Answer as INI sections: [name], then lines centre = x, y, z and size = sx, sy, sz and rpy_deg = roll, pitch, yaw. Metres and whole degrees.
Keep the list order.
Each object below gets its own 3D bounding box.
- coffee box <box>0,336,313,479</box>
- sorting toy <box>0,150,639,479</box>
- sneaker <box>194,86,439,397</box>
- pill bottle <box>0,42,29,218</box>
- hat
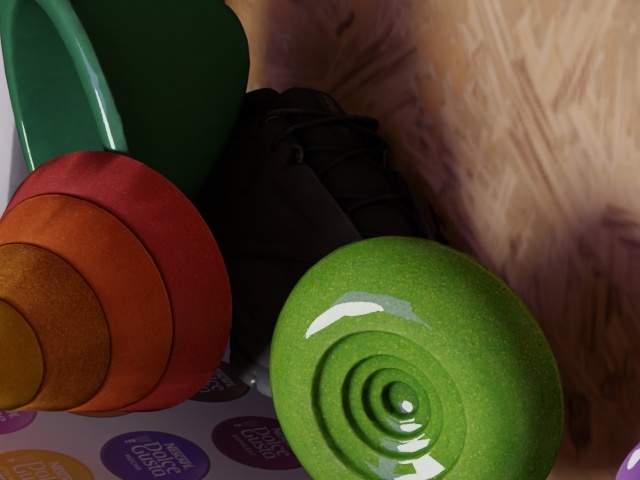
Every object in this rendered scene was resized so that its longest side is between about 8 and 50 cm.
[coffee box]
centre = -0.151, 0.242, 0.894
size = 0.337, 0.334, 0.338
rpy_deg = 39, 127, 49
[sorting toy]
centre = -0.010, 0.069, 0.691
size = 0.365, 0.126, 0.127
rpy_deg = 17, 116, 24
[sneaker]
centre = 0.000, 0.000, 0.851
size = 0.286, 0.109, 0.130
rpy_deg = 28, 107, 50
[pill bottle]
centre = -0.175, -0.174, 1.018
size = 0.204, 0.204, 0.361
rpy_deg = 35, 122, 52
[hat]
centre = -0.043, -0.081, 0.874
size = 0.173, 0.183, 0.209
rpy_deg = 32, 136, 59
